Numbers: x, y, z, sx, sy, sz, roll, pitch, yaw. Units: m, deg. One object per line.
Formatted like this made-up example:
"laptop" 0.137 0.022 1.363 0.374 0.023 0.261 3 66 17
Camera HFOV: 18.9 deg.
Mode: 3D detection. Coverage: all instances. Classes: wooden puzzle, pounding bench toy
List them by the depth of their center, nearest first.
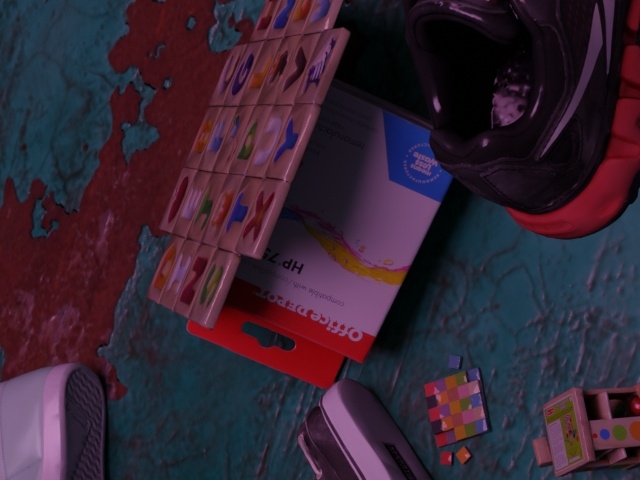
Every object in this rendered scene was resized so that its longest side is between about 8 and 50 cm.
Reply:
"pounding bench toy" 0.192 0.135 1.339 0.083 0.065 0.052 135 129 -62
"wooden puzzle" 0.103 0.127 1.445 0.049 0.006 0.083 -23 68 35

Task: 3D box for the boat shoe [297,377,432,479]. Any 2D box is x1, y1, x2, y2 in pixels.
"boat shoe" 0.048 0.205 1.436 0.070 0.078 0.219 -48 48 22

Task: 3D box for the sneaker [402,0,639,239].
"sneaker" 0.107 -0.143 0.957 0.097 0.135 0.276 2 85 44

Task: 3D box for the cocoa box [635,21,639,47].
"cocoa box" 0.305 -0.151 1.107 0.228 0.347 0.231 -49 56 23

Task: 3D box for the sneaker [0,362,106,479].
"sneaker" -0.265 0.241 1.669 0.151 0.094 0.256 -12 64 31

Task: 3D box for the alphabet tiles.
"alphabet tiles" -0.058 -0.076 1.475 0.285 0.011 0.342 -69 16 -2

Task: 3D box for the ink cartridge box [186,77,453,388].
"ink cartridge box" 0.000 0.000 1.462 0.078 0.134 0.231 -108 42 -77
